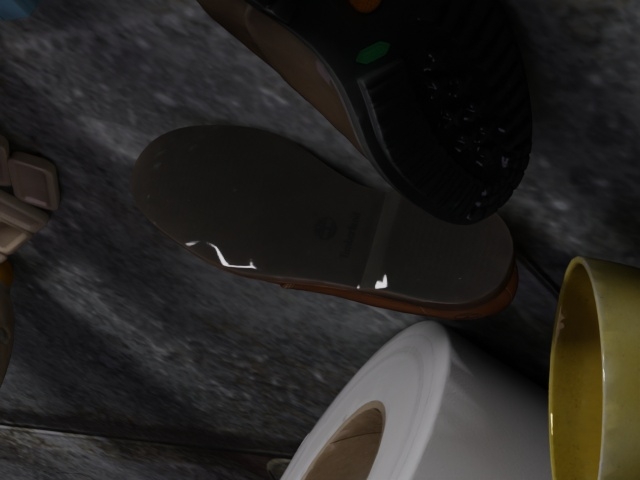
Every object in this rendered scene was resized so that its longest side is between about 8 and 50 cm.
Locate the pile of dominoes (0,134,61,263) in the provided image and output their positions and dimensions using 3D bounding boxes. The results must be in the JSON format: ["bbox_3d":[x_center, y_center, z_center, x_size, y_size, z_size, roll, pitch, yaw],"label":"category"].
[{"bbox_3d":[-0.281,-0.077,1.076,0.251,0.040,0.196,28,154,-20],"label":"pile of dominoes"}]

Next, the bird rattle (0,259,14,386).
[{"bbox_3d":[-0.308,0.100,1.208,0.207,0.253,0.143,-23,129,31],"label":"bird rattle"}]

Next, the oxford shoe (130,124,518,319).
[{"bbox_3d":[0.000,0.000,0.866,0.212,0.076,0.076,19,166,20],"label":"oxford shoe"}]

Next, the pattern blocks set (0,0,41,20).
[{"bbox_3d":[-0.284,-0.213,0.788,0.285,0.026,0.325,8,149,38],"label":"pattern blocks set"}]

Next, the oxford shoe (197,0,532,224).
[{"bbox_3d":[0.009,-0.092,0.681,0.227,0.083,0.096,47,168,-35],"label":"oxford shoe"}]

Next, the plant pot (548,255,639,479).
[{"bbox_3d":[0.165,0.075,0.793,0.095,0.134,0.134,1,155,-3],"label":"plant pot"}]

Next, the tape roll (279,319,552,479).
[{"bbox_3d":[0.068,0.190,0.957,0.169,0.246,0.246,32,156,-11],"label":"tape roll"}]
